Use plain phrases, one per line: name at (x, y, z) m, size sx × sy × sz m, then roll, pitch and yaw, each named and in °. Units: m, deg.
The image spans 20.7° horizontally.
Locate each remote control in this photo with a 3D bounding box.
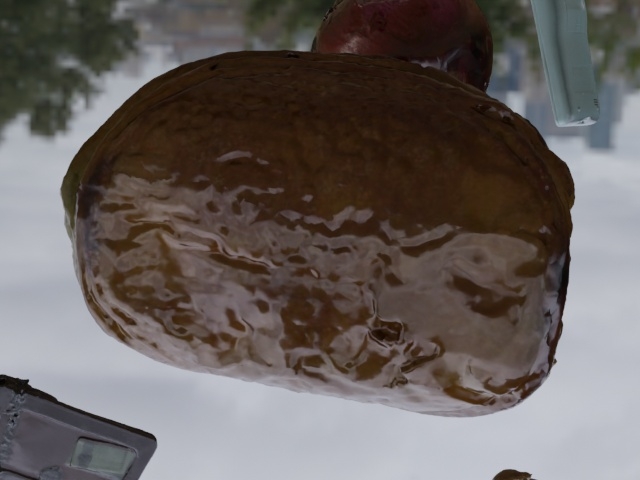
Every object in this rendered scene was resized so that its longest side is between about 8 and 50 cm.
remote control at (0.202, -0.175, 1.444) m, size 0.029 × 0.162 × 0.061 m, roll -12°, pitch 178°, yaw 38°

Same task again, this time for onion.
onion at (0.052, -0.112, 1.155) m, size 0.131 × 0.131 × 0.131 m, roll 1°, pitch -174°, yaw 0°

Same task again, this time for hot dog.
hot dog at (0.000, 0.000, 0.949) m, size 0.272 × 0.196 × 0.122 m, roll 7°, pitch -163°, yaw 10°

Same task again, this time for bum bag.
bum bag at (-0.233, 0.185, 1.554) m, size 0.159 × 0.109 × 0.026 m, roll 23°, pitch -155°, yaw -19°

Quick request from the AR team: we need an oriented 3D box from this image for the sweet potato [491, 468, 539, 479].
sweet potato at (0.209, 0.269, 1.766) m, size 0.055 × 0.058 × 0.202 m, roll -9°, pitch 152°, yaw 17°
